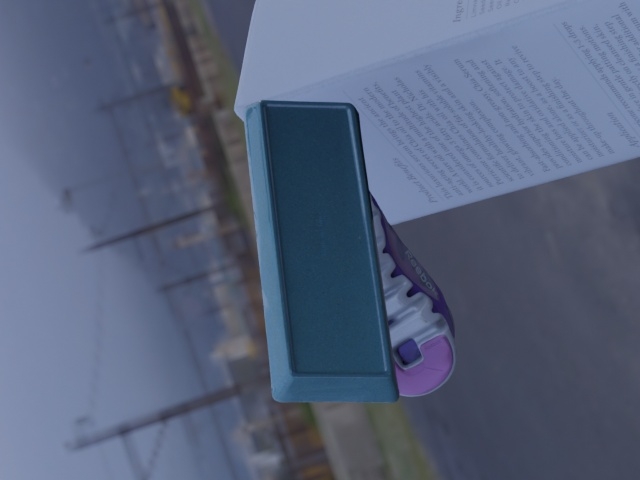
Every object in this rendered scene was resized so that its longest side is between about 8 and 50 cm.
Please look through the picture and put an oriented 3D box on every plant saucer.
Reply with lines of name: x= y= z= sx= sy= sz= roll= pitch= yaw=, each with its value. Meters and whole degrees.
plant saucer: x=0.000 y=0.000 z=1.066 sx=0.018 sy=0.067 sz=0.192 roll=108 pitch=160 yaw=-53

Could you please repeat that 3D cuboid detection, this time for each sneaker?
sneaker: x=0.049 y=0.028 z=1.809 sx=0.236 sy=0.095 sz=0.104 roll=58 pitch=-159 yaw=1

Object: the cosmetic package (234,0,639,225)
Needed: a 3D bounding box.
cosmetic package: x=0.171 y=-0.175 z=1.908 sx=0.230 sy=0.453 sz=0.161 roll=45 pitch=-139 yaw=-41
